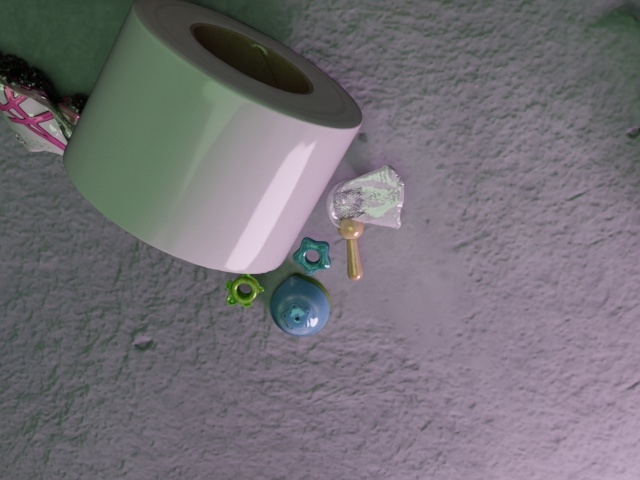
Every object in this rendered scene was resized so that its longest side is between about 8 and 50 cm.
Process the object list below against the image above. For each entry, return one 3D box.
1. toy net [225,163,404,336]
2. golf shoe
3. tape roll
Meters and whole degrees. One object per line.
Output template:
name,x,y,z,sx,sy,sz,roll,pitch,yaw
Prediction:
toy net,0.000,0.000,1.290,0.122,0.045,0.232,35,108,-5
golf shoe,-0.307,-0.134,1.256,0.186,0.067,0.086,31,112,-6
tape roll,-0.103,-0.105,1.153,0.246,0.246,0.169,28,111,-5
